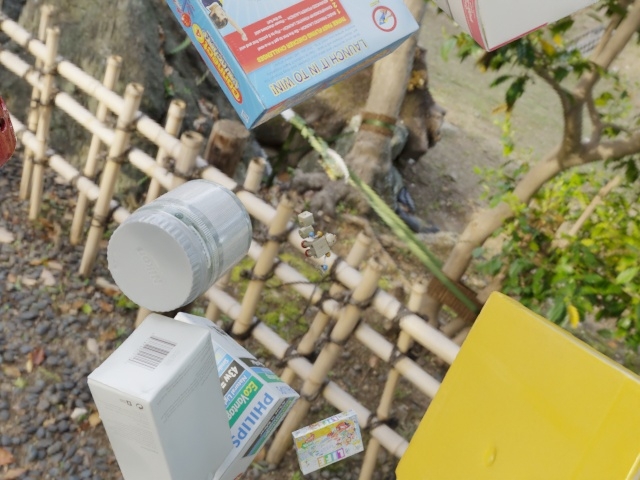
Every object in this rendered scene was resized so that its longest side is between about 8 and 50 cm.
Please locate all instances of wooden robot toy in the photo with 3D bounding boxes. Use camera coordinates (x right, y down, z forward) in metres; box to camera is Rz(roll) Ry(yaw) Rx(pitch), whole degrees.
[{"bbox_3d":[0.000,0.000,1.658,0.079,0.173,0.076,-30,19,-26],"label":"wooden robot toy"}]

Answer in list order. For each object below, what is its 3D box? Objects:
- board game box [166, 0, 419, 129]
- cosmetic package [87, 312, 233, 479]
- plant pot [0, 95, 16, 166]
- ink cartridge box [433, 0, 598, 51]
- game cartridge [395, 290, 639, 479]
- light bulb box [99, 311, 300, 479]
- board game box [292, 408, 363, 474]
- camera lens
[{"bbox_3d":[-0.056,-0.365,0.977,0.308,0.086,0.302,-33,93,-26],"label":"board game box"},{"bbox_3d":[-0.317,0.371,1.397,0.156,0.385,0.217,14,37,21],"label":"cosmetic package"},{"bbox_3d":[-0.548,-0.193,0.942,0.191,0.174,0.191,3,41,-3],"label":"plant pot"},{"bbox_3d":[0.317,-0.470,1.168,0.207,0.117,0.283,-25,40,4],"label":"ink cartridge box"},{"bbox_3d":[0.186,0.220,0.658,0.052,0.285,0.324,26,6,-12],"label":"game cartridge"},{"bbox_3d":[-0.314,0.445,1.789,0.361,0.358,0.225,36,-2,16],"label":"light bulb box"},{"bbox_3d":[0.018,0.465,1.545,0.154,0.103,0.026,-18,20,-17],"label":"board game box"},{"bbox_3d":[-0.288,0.004,1.422,0.219,0.219,0.274,30,29,7],"label":"camera lens"}]
